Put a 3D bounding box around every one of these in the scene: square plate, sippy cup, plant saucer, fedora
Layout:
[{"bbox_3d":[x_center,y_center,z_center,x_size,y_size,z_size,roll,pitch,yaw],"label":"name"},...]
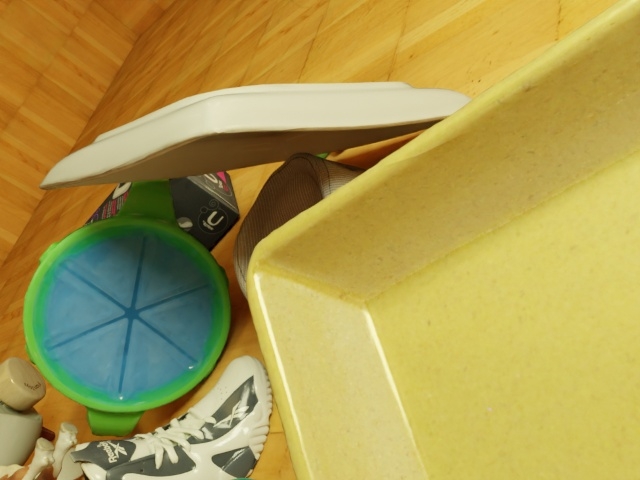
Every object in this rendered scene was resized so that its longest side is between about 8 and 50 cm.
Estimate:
[{"bbox_3d":[-0.064,-0.109,0.654,0.344,0.347,0.049,-5,97,48],"label":"square plate"},{"bbox_3d":[-0.251,0.076,0.828,0.305,0.240,0.224,-46,18,-9],"label":"sippy cup"},{"bbox_3d":[0.142,0.079,0.281,0.332,0.081,0.333,-32,62,26],"label":"plant saucer"},{"bbox_3d":[0.000,0.000,0.628,0.243,0.124,0.275,-34,35,30],"label":"fedora"}]

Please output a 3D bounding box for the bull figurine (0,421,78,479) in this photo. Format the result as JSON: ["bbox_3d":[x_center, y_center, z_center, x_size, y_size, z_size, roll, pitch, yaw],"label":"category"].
[{"bbox_3d":[-0.319,0.320,0.682,0.310,0.101,0.188,38,91,27],"label":"bull figurine"}]

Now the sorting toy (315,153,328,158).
[{"bbox_3d":[0.005,-0.144,0.855,0.102,0.042,0.061,-20,43,45],"label":"sorting toy"}]

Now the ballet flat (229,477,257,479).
[{"bbox_3d":[-0.024,0.269,0.443,0.247,0.083,0.087,27,106,60],"label":"ballet flat"}]

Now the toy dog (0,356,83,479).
[{"bbox_3d":[-0.439,0.337,0.908,0.220,0.161,0.334,-29,44,17],"label":"toy dog"}]

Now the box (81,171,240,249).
[{"bbox_3d":[-0.274,-0.019,1.019,0.270,0.143,0.165,-46,29,13],"label":"box"}]

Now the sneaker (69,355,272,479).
[{"bbox_3d":[-0.152,0.200,0.605,0.094,0.153,0.235,10,68,56],"label":"sneaker"}]
